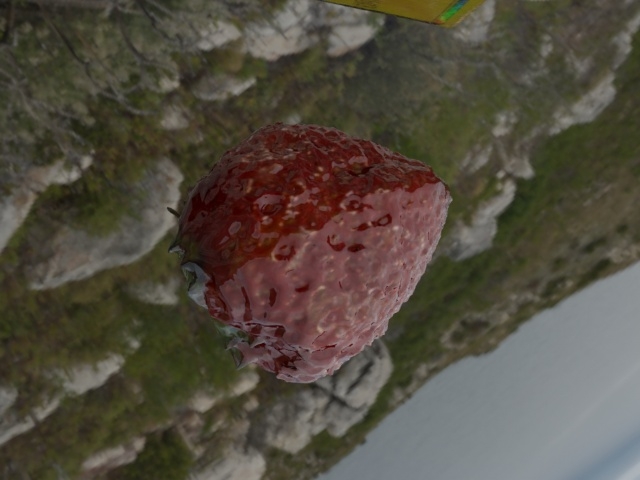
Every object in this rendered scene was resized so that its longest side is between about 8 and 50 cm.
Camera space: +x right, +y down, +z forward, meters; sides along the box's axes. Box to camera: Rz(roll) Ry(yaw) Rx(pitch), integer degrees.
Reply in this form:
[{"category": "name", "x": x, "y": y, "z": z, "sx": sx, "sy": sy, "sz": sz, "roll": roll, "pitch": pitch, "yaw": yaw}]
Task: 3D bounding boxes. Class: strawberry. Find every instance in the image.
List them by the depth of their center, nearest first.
[{"category": "strawberry", "x": 0.000, "y": 0.000, "z": 0.845, "sx": 0.277, "sy": 0.257, "sz": 0.257, "roll": -27, "pitch": 155, "yaw": -4}]

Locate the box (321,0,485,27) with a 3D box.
[{"category": "box", "x": -0.046, "y": -0.199, "z": 0.485, "sx": 0.193, "sy": 0.301, "sz": 0.084, "roll": -94, "pitch": -165, "yaw": -85}]
